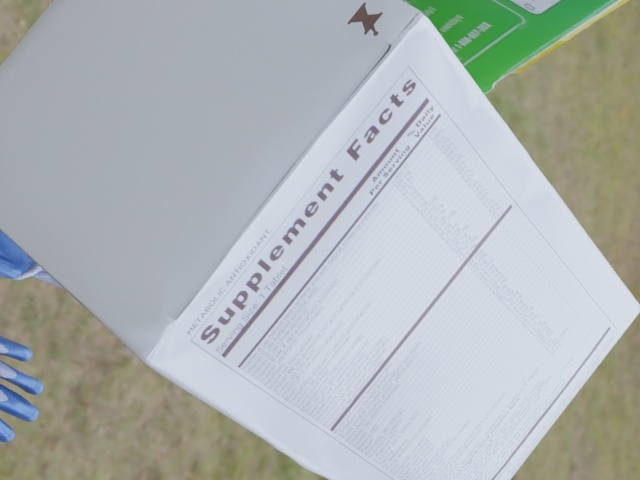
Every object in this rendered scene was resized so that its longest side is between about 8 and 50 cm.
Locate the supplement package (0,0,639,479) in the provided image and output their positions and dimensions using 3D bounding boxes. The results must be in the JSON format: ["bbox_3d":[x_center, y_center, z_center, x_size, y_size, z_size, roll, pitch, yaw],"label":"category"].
[{"bbox_3d":[0.000,0.000,0.569,0.139,0.134,0.244,-51,144,-3],"label":"supplement package"}]

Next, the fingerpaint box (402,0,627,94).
[{"bbox_3d":[0.073,-0.257,0.804,0.445,0.163,0.371,-29,-145,63],"label":"fingerpaint box"}]

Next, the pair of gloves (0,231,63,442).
[{"bbox_3d":[-0.233,0.034,0.971,0.198,0.159,0.023,-68,-172,-22],"label":"pair of gloves"}]
